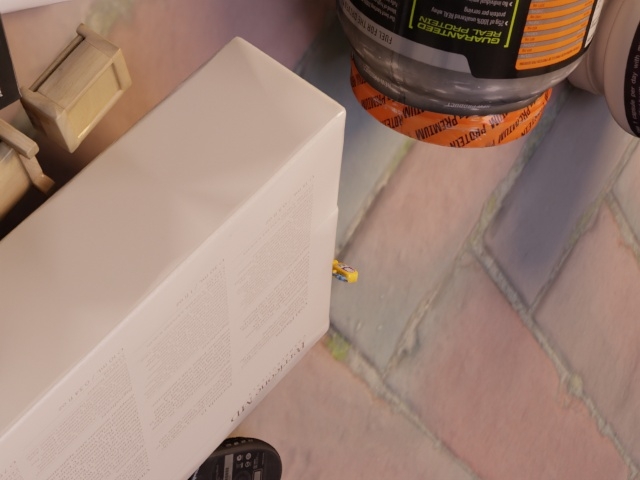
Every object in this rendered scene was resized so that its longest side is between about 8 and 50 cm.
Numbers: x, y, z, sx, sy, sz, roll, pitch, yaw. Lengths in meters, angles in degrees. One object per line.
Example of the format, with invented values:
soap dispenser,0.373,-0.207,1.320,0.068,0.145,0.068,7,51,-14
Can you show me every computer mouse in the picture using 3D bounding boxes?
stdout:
computer mouse,-0.128,0.194,1.009,0.242,0.041,0.071,-1,102,-43

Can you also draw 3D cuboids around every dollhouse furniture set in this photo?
dollhouse furniture set,-0.201,-0.034,0.770,0.182,0.101,0.161,-52,166,-18

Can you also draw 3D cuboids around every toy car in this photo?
toy car,0.000,0.000,1.043,0.122,0.040,0.060,14,99,-52

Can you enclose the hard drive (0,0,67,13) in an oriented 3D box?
hard drive,-0.229,-0.196,0.629,0.319,0.040,0.210,-22,137,-42

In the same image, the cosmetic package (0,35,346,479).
cosmetic package,-0.140,0.092,0.809,0.377,0.097,0.284,-45,158,-25

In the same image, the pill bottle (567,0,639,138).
pill bottle,0.390,-0.156,1.191,0.181,0.323,0.181,-28,130,-39

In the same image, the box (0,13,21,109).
box,-0.231,-0.115,0.587,0.147,0.077,0.180,-36,146,-27

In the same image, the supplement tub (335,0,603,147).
supplement tub,0.115,-0.233,0.900,0.193,0.193,0.316,-30,143,-38
